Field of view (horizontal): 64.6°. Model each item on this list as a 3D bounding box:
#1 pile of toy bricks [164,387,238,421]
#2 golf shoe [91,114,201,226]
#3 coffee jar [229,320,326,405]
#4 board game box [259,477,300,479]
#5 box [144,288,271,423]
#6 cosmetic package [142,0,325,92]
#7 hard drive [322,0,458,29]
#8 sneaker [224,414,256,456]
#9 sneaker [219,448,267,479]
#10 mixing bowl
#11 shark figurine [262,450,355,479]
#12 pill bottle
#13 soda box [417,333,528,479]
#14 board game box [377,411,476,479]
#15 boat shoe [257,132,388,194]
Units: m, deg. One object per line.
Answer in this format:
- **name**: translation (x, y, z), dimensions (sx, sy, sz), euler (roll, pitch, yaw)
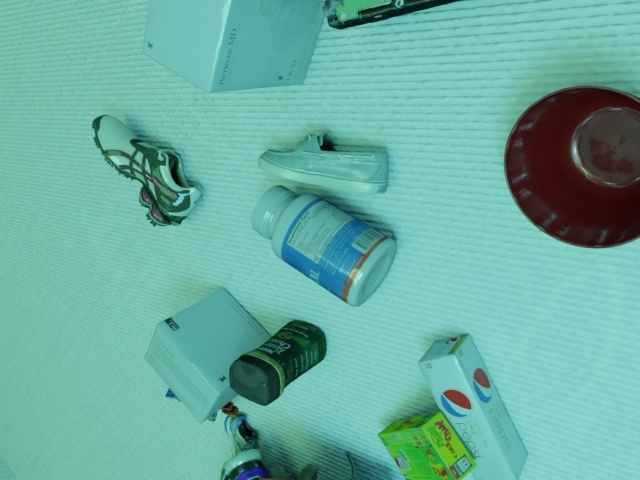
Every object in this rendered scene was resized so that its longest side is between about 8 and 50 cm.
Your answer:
- **pile of toy bricks**: translation (-0.237, 0.349, 1.132), dimensions (0.212, 0.118, 0.105), euler (-3, 137, 26)
- **golf shoe**: translation (-0.346, -0.160, 1.029), dimensions (0.120, 0.105, 0.273), euler (-38, 90, 22)
- **coffee jar**: translation (-0.074, 0.216, 0.907), dimensions (0.096, 0.184, 0.079), euler (13, 114, 30)
- **board game box**: translation (-0.009, 0.570, 0.959), dimensions (0.242, 0.064, 0.316), euler (6, 125, -5)
- **box**: translation (-0.214, 0.223, 1.009), dimensions (0.181, 0.182, 0.119), euler (43, 127, 15)
- **cosmetic package**: translation (-0.100, -0.341, 0.700), dimensions (0.138, 0.225, 0.224), euler (35, 123, 20)
- **hard drive**: translation (0.151, -0.396, 0.566), dimensions (0.339, 0.064, 0.237), euler (-6, 104, 21)
- **sneaker**: translation (-0.171, 0.457, 1.147), dimensions (0.058, 0.052, 0.135), euler (-19, 96, 33)
- **sneaker**: translation (-0.162, 0.587, 1.098), dimensions (0.146, 0.102, 0.293), euler (57, 149, 38)
- **mixing bowl**: translation (0.314, -0.093, 0.572), dimensions (0.181, 0.098, 0.181), euler (30, 134, 36)
- **shark figurine**: translation (-0.018, 0.539, 1.034), dimensions (0.278, 0.116, 0.166), euler (-20, 96, 39)
- **pill bottle**: translation (0.000, 0.000, 0.818), dimensions (0.221, 0.124, 0.124), euler (32, 122, 22)
- **soda box**: translation (0.236, 0.260, 0.781), dimensions (0.069, 0.074, 0.216), euler (-26, 91, 38)
- **board game box**: translation (0.166, 0.339, 0.825), dimensions (0.092, 0.043, 0.181), euler (56, 154, 12)
- **boat shoe**: translation (0.004, -0.130, 0.806), dimensions (0.227, 0.079, 0.081), euler (15, 105, 25)
